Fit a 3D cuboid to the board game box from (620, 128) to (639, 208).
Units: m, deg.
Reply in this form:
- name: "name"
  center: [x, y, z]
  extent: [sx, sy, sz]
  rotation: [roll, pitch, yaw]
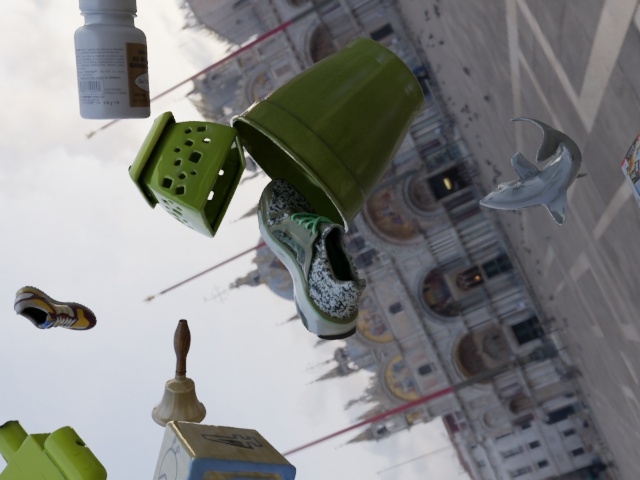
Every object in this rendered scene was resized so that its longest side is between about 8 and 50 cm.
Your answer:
- name: "board game box"
  center: [0.527, -0.155, 0.953]
  extent: [0.053, 0.192, 0.305]
  rotation: [24, -156, 10]

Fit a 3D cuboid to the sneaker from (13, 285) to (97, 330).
- name: "sneaker"
  center: [-0.578, 0.169, 1.410]
  extent: [0.186, 0.069, 0.084]
  rotation: [27, -160, -32]

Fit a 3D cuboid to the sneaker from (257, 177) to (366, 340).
- name: "sneaker"
  center: [0.000, 0.000, 1.388]
  extent: [0.158, 0.182, 0.410]
  rotation: [-5, -126, -36]

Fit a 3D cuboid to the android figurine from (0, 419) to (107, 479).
- name: "android figurine"
  center: [-0.361, 0.366, 0.820]
  extent: [0.273, 0.248, 0.056]
  rotation: [40, -176, 27]

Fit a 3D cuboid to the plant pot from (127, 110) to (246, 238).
- name: "plant pot"
  center: [-0.321, -0.164, 1.556]
  extent: [0.228, 0.207, 0.227]
  rotation: [98, -166, -74]

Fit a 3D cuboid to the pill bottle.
- name: "pill bottle"
  center: [-0.388, -0.342, 1.203]
  extent: [0.131, 0.131, 0.229]
  rotation: [-55, -35, -75]

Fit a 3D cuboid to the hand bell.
- name: "hand bell"
  center: [-0.317, 0.288, 1.457]
  extent: [0.126, 0.126, 0.241]
  rotation: [-74, -10, -70]

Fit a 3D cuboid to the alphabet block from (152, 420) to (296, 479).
- name: "alphabet block"
  center: [-0.182, 0.447, 1.146]
  extent: [0.194, 0.192, 0.197]
  rotation: [16, 175, -26]

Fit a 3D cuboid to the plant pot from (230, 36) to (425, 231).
- name: "plant pot"
  center: [0.046, -0.268, 1.508]
  extent: [0.366, 0.353, 0.366]
  rotation: [42, 170, 9]

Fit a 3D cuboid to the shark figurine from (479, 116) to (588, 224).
- name: "shark figurine"
  center: [0.353, -0.087, 0.979]
  extent: [0.278, 0.166, 0.116]
  rotation: [83, -174, -71]
